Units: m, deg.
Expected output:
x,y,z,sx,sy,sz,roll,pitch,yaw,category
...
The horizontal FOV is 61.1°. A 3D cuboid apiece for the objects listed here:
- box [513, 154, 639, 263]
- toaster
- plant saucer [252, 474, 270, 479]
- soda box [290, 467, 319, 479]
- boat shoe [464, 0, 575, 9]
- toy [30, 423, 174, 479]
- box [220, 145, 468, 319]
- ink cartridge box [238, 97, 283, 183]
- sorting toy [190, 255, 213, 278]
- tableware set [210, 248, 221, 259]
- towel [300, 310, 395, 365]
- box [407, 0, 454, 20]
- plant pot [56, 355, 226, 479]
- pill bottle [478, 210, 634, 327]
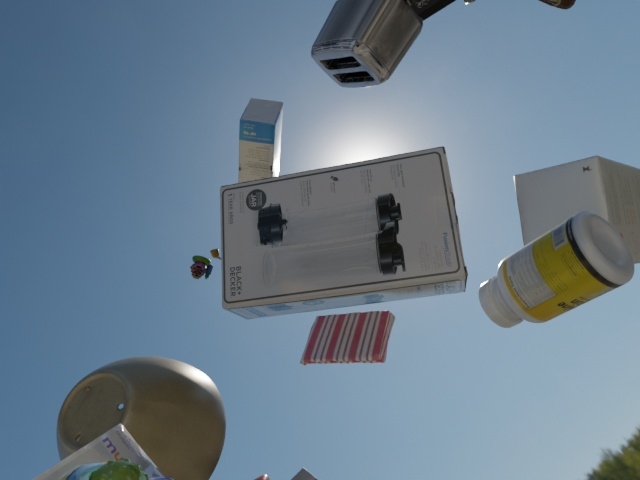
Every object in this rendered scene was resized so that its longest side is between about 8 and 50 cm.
x,y,z,sx,sy,sz,roll,pitch,yaw,category
0.583,-0.046,1.174,0.168,0.214,0.345,-11,-7,43,box
0.086,-0.378,1.025,0.129,0.227,0.146,36,-100,-36,toaster
-0.168,0.646,1.097,0.259,0.258,0.047,-20,-31,-23,plant saucer
0.034,0.559,1.027,0.098,0.286,0.091,-34,-58,-31,soda box
0.175,-0.321,0.622,0.095,0.258,0.095,-48,-28,-46,boat shoe
-0.133,0.200,0.370,0.056,0.137,0.237,-38,-5,4,toy
0.025,-0.002,0.681,0.290,0.169,0.087,-10,-20,11,box
-0.105,-0.143,0.947,0.060,0.104,0.180,7,-56,0,ink cartridge box
-0.331,0.081,1.498,0.061,0.042,0.102,18,-28,-9,sorting toy
-0.210,0.013,1.411,0.154,0.104,0.024,-19,-78,-25,tableware set
0.060,0.218,1.195,0.197,0.144,0.029,-8,-57,24,towel
0.201,-0.667,1.276,0.296,0.073,0.293,-23,-73,31,box
-0.333,0.317,0.932,0.284,0.284,0.191,-35,-36,-5,plant pot
0.304,0.048,0.723,0.103,0.103,0.184,-2,-29,-37,pill bottle
